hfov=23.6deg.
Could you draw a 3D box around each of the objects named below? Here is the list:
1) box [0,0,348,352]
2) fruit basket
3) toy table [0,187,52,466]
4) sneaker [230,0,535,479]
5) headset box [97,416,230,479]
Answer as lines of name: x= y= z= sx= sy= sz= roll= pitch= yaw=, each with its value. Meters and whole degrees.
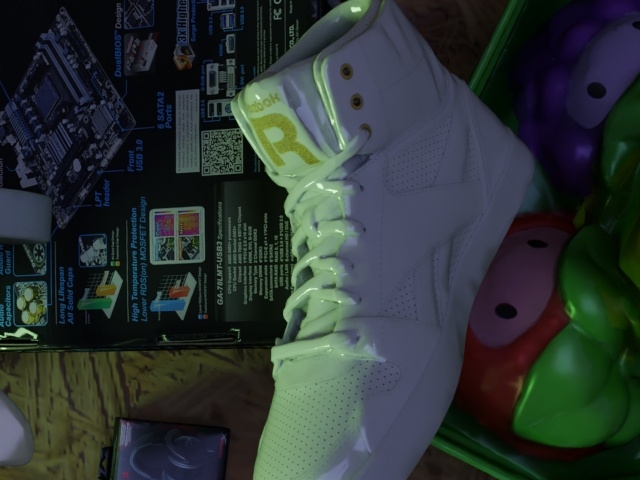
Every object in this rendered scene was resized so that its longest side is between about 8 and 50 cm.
box: x=-0.122 y=-0.079 z=0.938 sx=0.293 sy=0.073 sz=0.296 roll=-4 pitch=84 yaw=23
fruit basket: x=0.205 y=-0.009 z=0.938 sx=0.283 sy=0.392 sz=0.392 roll=28 pitch=80 yaw=-10
toy table: x=-0.290 y=0.046 z=0.845 sx=0.274 sy=0.252 sz=0.161 roll=2 pitch=87 yaw=-5
sneaker: x=0.000 y=0.000 z=0.780 sx=0.169 sy=0.108 sz=0.293 roll=47 pitch=47 yaw=-26
headset box: x=-0.106 y=0.151 z=1.018 sx=0.083 sy=0.032 sz=0.062 roll=8 pitch=84 yaw=-14
